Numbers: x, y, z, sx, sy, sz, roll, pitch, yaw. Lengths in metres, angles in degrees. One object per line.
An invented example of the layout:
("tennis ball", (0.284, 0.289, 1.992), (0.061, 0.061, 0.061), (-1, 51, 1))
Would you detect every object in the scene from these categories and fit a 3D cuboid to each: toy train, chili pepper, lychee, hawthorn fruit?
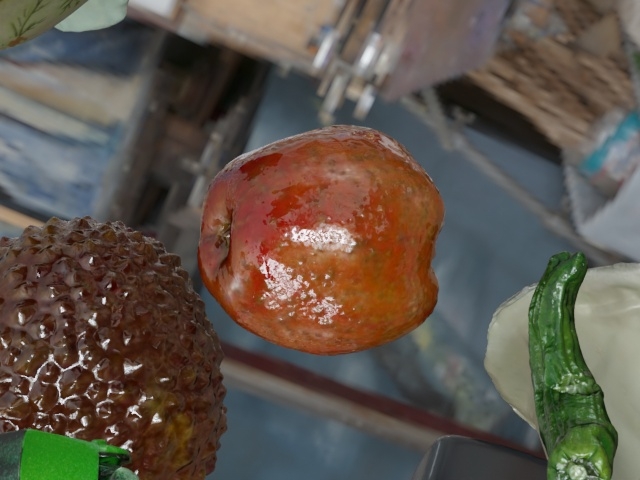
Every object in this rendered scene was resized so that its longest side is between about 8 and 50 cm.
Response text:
("toy train", (-0.235, 0.176, 1.157), (0.251, 0.119, 0.085), (-13, 68, 38))
("chili pepper", (0.168, 0.096, 1.136), (0.073, 0.050, 0.182), (77, -172, -52))
("lychee", (-0.211, 0.118, 1.456), (0.304, 0.275, 0.276), (-29, -11, -45))
("hawthorn fruit", (0.000, 0.000, 1.266), (0.189, 0.189, 0.189), (-49, 27, 37))

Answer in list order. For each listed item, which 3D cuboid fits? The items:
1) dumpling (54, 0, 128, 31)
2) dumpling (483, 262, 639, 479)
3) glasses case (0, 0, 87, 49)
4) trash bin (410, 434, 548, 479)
("dumpling", (-0.247, -0.339, 1.388), (0.270, 0.212, 0.320), (41, -131, -77))
("dumpling", (0.296, 0.131, 1.456), (0.395, 0.316, 0.233), (-48, 19, 57))
("glasses case", (-0.081, -0.268, 0.962), (0.425, 0.156, 0.098), (-40, 64, 8))
("trash bin", (0.129, 0.319, 1.350), (0.182, 0.209, 0.290), (105, -177, -52))
